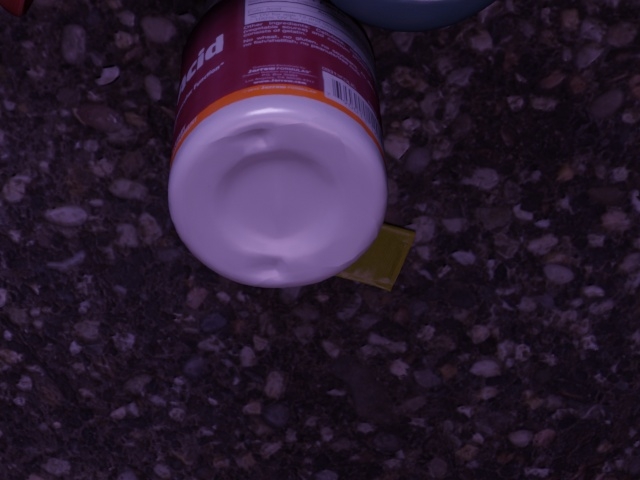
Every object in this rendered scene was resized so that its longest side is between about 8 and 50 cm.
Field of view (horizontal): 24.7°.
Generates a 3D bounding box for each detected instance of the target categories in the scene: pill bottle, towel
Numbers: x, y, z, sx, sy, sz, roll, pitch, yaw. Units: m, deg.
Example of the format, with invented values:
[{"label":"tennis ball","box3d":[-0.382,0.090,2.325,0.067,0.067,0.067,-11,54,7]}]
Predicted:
[{"label":"pill bottle","box3d":[-0.047,-0.146,1.605,0.224,0.392,0.224,-1,125,-1]},{"label":"towel","box3d":[0.000,0.000,1.937,0.237,0.021,0.102,15,124,-12]}]

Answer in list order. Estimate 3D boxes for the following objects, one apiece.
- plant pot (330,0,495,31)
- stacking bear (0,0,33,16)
[{"label":"plant pot","box3d":[0.094,-0.341,1.575,0.290,0.290,0.195,2,161,-3]},{"label":"stacking bear","box3d":[-0.438,-0.366,1.589,0.289,0.164,0.175,20,122,-10]}]
